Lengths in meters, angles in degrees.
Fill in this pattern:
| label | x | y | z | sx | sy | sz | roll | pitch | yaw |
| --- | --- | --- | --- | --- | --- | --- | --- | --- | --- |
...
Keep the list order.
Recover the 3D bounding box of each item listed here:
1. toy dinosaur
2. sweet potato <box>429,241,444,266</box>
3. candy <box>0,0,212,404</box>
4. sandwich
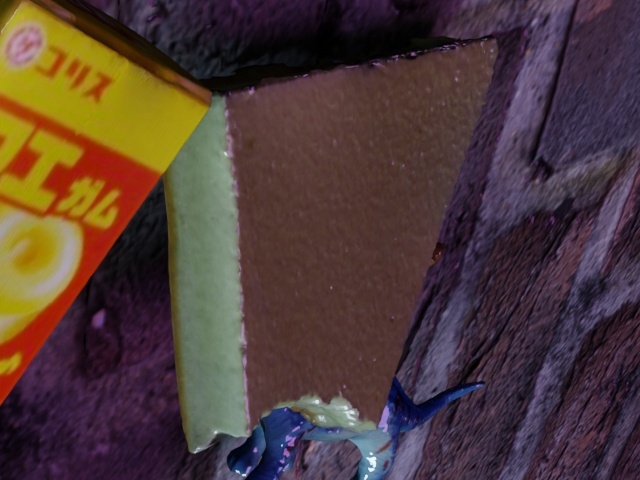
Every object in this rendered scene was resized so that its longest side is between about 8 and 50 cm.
| label | x | y | z | sx | sy | sz | roll | pitch | yaw |
| --- | --- | --- | --- | --- | --- | --- | --- | --- | --- |
| toy dinosaur | -0.004 | 0.117 | 1.022 | 0.329 | 0.076 | 0.144 | 29 | 92 | -49 |
| sweet potato | 0.000 | 0.000 | 0.915 | 0.214 | 0.050 | 0.050 | 6 | 118 | -53 |
| candy | -0.181 | 0.011 | 0.648 | 0.276 | 0.088 | 0.146 | -54 | 149 | 7 |
| sandwich | 0.012 | 0.002 | 0.844 | 0.245 | 0.063 | 0.212 | -17 | 110 | -48 |
